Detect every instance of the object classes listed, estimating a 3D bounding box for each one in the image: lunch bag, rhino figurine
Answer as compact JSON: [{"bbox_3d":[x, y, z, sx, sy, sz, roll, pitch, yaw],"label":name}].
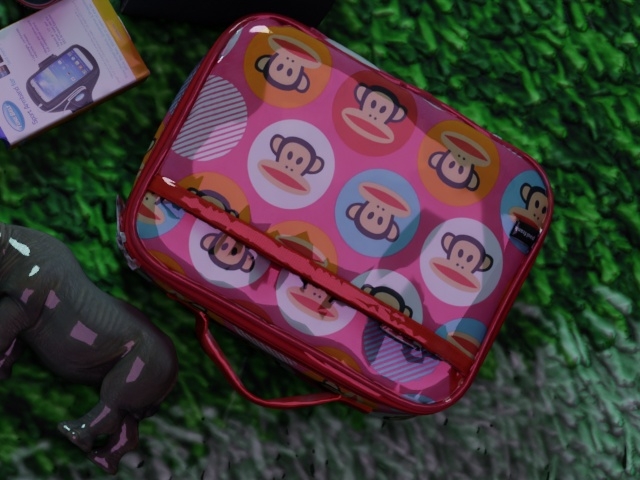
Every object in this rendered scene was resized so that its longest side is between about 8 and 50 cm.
[{"bbox_3d":[0.000,0.000,1.250,0.293,0.120,0.258,29,78,-6],"label":"lunch bag"},{"bbox_3d":[-0.206,0.052,1.205,0.243,0.073,0.106,41,77,-4],"label":"rhino figurine"}]

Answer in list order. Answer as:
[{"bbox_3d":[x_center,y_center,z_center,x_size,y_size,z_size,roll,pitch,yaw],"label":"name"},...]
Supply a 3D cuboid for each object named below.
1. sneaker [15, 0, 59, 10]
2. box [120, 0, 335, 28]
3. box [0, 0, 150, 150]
[{"bbox_3d":[-0.185,-0.252,1.257,0.057,0.075,0.161,25,76,-10],"label":"sneaker"},{"bbox_3d":[-0.063,-0.271,1.270,0.153,0.108,0.207,5,75,-14],"label":"box"},{"bbox_3d":[-0.206,-0.126,1.258,0.136,0.028,0.081,-29,89,-15],"label":"box"}]
